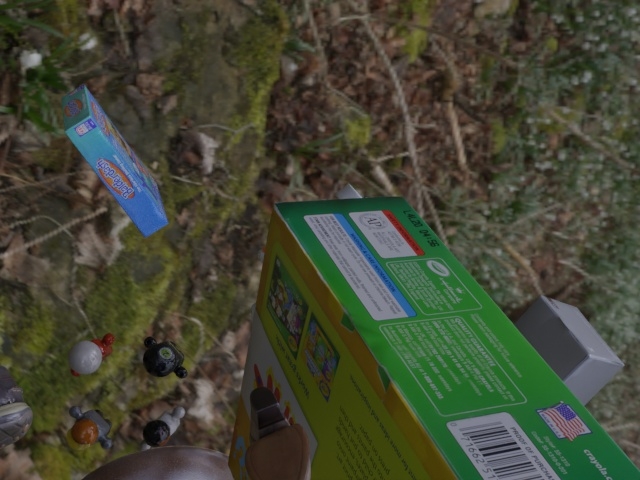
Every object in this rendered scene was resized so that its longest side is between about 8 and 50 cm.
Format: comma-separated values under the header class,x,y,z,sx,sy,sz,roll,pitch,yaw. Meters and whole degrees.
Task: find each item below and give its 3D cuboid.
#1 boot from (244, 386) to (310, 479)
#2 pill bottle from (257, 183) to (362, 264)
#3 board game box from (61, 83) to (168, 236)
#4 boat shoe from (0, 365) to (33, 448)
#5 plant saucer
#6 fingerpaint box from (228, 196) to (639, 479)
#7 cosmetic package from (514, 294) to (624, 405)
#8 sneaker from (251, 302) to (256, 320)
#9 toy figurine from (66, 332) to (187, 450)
class,x,y,z,sx,sy,sz,roll,pitch,yaw
boot,-0.023,0.156,0.632,0.042,0.118,0.087,-13,124,-3
pill bottle,0.000,0.000,1.814,0.221,0.121,0.121,-40,119,1
board game box,-0.319,-0.125,1.485,0.047,0.160,0.210,-32,120,0
boat shoe,-0.625,0.280,1.451,0.355,0.132,0.130,-11,63,-29
plant saucer,-0.244,0.434,1.459,0.311,0.050,0.310,-10,128,-12
fingerpaint box,0.075,0.229,0.910,0.163,0.445,0.371,-4,125,-25
cosmetic package,0.299,0.207,1.376,0.107,0.127,0.238,21,119,-42
sneaker,0.048,0.173,1.618,0.316,0.127,0.182,12,56,-39
toy figurine,-0.349,0.274,1.725,0.213,0.148,0.209,4,88,0
